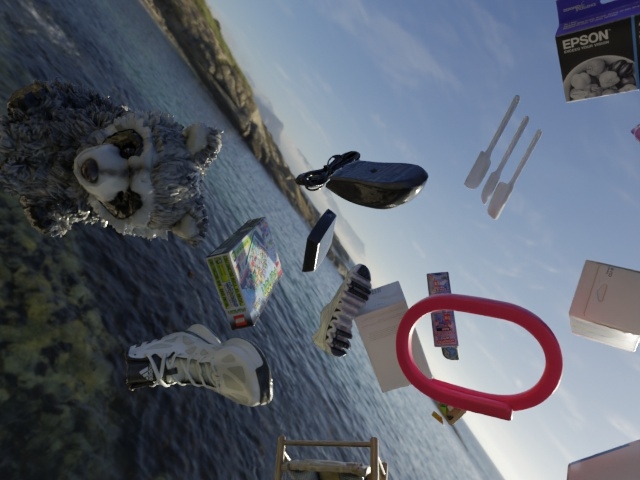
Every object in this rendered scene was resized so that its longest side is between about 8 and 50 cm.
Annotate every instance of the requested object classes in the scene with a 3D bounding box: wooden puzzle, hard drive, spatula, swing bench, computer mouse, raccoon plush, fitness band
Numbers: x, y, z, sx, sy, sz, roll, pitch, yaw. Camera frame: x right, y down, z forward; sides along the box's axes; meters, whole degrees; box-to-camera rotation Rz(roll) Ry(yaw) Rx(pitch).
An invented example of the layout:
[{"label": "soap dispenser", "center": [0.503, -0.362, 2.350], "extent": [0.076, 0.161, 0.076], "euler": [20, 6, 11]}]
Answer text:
[{"label": "wooden puzzle", "center": [0.386, 0.498, 1.235], "extent": [0.014, 0.116, 0.078], "euler": [35, 6, -39]}, {"label": "hard drive", "center": [0.000, 0.000, 1.597], "extent": [0.054, 0.172, 0.255], "euler": [17, 33, 10]}, {"label": "spatula", "center": [0.417, -0.185, 0.941], "extent": [0.168, 0.242, 0.019], "euler": [34, -8, -32]}, {"label": "swing bench", "center": [0.017, 0.609, 0.956], "extent": [0.255, 0.253, 0.165], "euler": [-78, 155, -48]}, {"label": "computer mouse", "center": [0.099, -0.117, 0.859], "extent": [0.272, 0.188, 0.072], "euler": [19, -51, 44]}, {"label": "raccoon plush", "center": [-0.258, -0.146, 0.675], "extent": [0.446, 0.298, 0.216], "euler": [-71, 168, -61]}, {"label": "fitness band", "center": [0.287, 0.209, 0.780], "extent": [0.054, 0.290, 0.209], "euler": [-4, 100, -64]}]

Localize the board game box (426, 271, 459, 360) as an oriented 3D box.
[{"label": "board game box", "center": [0.318, 0.218, 1.077], "extent": [0.194, 0.060, 0.194], "euler": [-80, 157, -46]}]

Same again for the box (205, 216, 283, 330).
[{"label": "box", "center": [-0.112, 0.041, 0.666], "extent": [0.207, 0.036, 0.114], "euler": [-70, 145, -72]}]

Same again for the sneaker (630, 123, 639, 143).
[{"label": "sneaker", "center": [0.729, -0.298, 0.873], "extent": [0.161, 0.102, 0.283], "euler": [-18, -105, 57]}]

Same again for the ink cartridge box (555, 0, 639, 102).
[{"label": "ink cartridge box", "center": [0.575, -0.386, 0.803], "extent": [0.206, 0.045, 0.208], "euler": [4, -47, 46]}]

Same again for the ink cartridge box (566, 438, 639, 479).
[{"label": "ink cartridge box", "center": [0.490, 0.429, 0.523], "extent": [0.270, 0.198, 0.197], "euler": [49, 35, 8]}]

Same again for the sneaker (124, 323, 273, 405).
[{"label": "sneaker", "center": [-0.329, 0.341, 1.044], "extent": [0.447, 0.257, 0.169], "euler": [4, -80, 47]}]

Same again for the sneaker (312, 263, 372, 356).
[{"label": "sneaker", "center": [0.062, 0.200, 1.268], "extent": [0.110, 0.292, 0.118], "euler": [37, -20, -33]}]

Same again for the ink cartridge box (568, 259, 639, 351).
[{"label": "ink cartridge box", "center": [0.612, 0.140, 0.881], "extent": [0.127, 0.128, 0.176], "euler": [16, -13, 37]}]

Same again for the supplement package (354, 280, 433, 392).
[{"label": "supplement package", "center": [0.234, 0.318, 1.393], "extent": [0.175, 0.177, 0.293], "euler": [-83, 153, -74]}]
